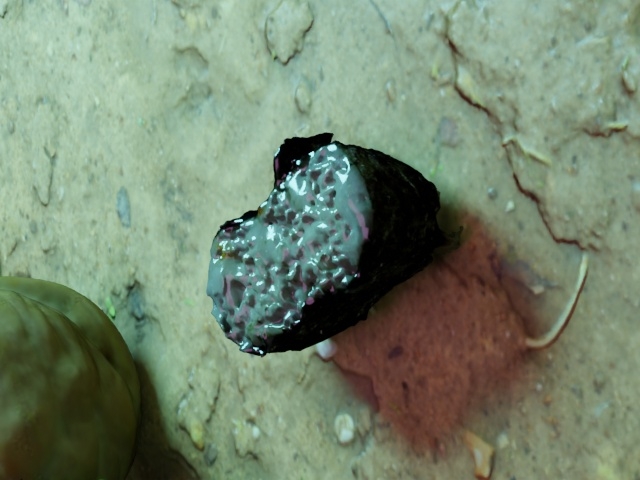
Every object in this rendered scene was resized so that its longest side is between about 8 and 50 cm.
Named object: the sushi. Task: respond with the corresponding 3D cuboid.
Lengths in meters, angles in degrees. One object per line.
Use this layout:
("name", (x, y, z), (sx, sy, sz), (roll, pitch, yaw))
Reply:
("sushi", (0.000, 0.000, 1.509), (0.212, 0.115, 0.147), (-46, 65, 36))

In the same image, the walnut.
("walnut", (-0.307, 0.167, 1.733), (0.296, 0.285, 0.285), (-163, 71, -82))

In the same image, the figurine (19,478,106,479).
("figurine", (-0.152, 0.283, 1.607), (0.162, 0.263, 0.143), (-63, 14, 16))
